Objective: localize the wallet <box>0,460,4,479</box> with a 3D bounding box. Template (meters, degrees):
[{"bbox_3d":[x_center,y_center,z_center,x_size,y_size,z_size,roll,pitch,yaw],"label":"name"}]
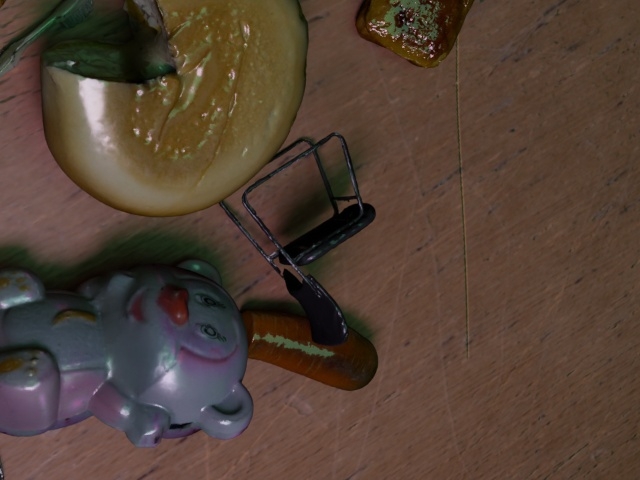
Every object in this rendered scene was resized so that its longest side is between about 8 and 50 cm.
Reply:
[{"bbox_3d":[-0.487,0.270,1.409,0.232,0.031,0.121,-19,108,-24],"label":"wallet"}]

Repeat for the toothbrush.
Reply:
[{"bbox_3d":[-0.360,-0.178,1.349,0.294,0.026,0.028,-43,134,-11],"label":"toothbrush"}]

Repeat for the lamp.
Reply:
[{"bbox_3d":[-0.236,0.147,1.419,0.301,0.247,0.247,-4,137,-19],"label":"lamp"}]

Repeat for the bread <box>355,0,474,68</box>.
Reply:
[{"bbox_3d":[0.147,-0.356,1.530,0.139,0.077,0.271,25,95,-28],"label":"bread"}]

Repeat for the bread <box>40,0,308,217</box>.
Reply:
[{"bbox_3d":[-0.162,-0.188,1.366,0.333,0.160,0.333,-13,118,-25],"label":"bread"}]

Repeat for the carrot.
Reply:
[{"bbox_3d":[-0.015,0.136,1.583,0.193,0.087,0.087,23,93,-28],"label":"carrot"}]

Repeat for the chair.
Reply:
[{"bbox_3d":[0.000,0.000,1.486,0.145,0.140,0.221,-33,100,-13],"label":"chair"}]

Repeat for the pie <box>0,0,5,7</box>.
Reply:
[{"bbox_3d":[-0.411,-0.305,1.237,0.273,0.069,0.273,-16,135,-17],"label":"pie"}]
